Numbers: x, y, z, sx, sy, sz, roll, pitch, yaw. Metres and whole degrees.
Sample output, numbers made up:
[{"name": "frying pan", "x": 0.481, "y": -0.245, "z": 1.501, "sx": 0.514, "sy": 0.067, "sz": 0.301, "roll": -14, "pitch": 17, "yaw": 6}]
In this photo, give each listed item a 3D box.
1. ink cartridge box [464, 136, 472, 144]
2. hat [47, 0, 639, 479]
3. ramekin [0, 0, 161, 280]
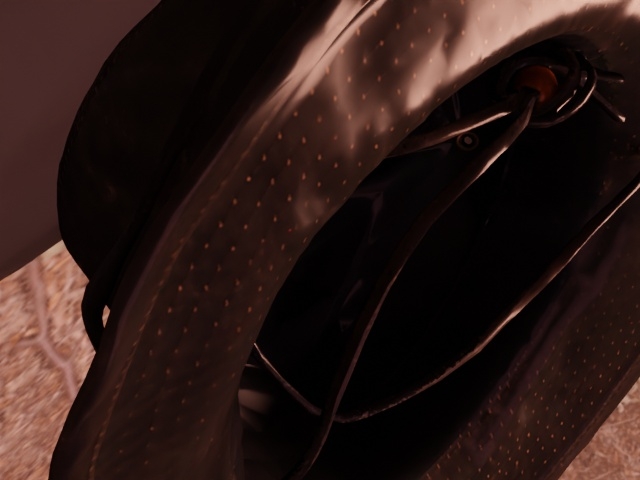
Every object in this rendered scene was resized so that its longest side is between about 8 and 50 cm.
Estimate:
[{"name": "ink cartridge box", "x": 0.053, "y": -0.103, "z": 0.750, "sx": 0.117, "sy": 0.201, "sz": 0.278, "roll": -42, "pitch": 165, "yaw": -4}, {"name": "hat", "x": 0.000, "y": 0.000, "z": 0.513, "sx": 0.331, "sy": 0.134, "sz": 0.331, "roll": -38, "pitch": 145, "yaw": -33}, {"name": "ramekin", "x": -0.118, "y": -0.105, "z": 0.446, "sx": 0.277, "sy": 0.135, "sz": 0.277, "roll": -40, "pitch": 164, "yaw": -14}]
